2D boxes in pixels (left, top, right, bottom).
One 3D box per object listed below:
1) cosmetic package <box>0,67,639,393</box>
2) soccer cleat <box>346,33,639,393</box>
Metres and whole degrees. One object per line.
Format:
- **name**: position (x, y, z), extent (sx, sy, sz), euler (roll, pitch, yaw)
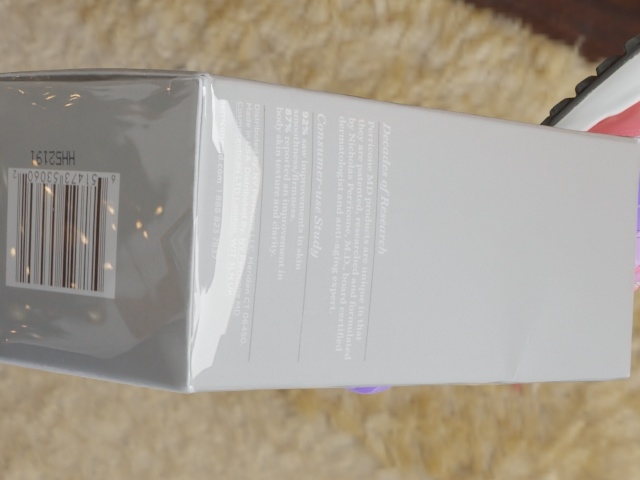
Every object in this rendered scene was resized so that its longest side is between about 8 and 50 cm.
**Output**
- **cosmetic package**: position (0.000, 0.000, 0.630), extent (0.127, 0.238, 0.107), euler (3, 92, 41)
- **soccer cleat**: position (0.133, 0.006, 1.023), extent (0.318, 0.108, 0.116), euler (-42, 82, 20)
